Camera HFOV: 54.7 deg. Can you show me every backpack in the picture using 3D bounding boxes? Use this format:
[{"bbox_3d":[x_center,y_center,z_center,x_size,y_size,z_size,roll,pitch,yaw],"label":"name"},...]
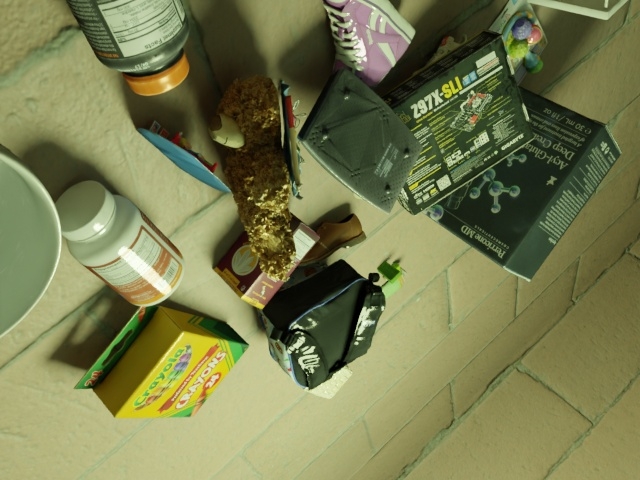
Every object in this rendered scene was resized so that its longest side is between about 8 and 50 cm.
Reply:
[{"bbox_3d":[-0.014,0.191,1.388,0.276,0.213,0.264,-24,129,-23],"label":"backpack"}]

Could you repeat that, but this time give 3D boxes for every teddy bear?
[{"bbox_3d":[-0.110,-0.093,1.016,0.113,0.245,0.338,-10,134,-8],"label":"teddy bear"}]

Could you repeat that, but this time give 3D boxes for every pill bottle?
[{"bbox_3d":[-0.314,0.006,0.969,0.121,0.121,0.216,-43,143,-10],"label":"pill bottle"},{"bbox_3d":[-0.244,-0.301,0.762,0.130,0.130,0.246,-37,143,-18],"label":"pill bottle"}]

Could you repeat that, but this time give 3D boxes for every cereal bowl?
[{"bbox_3d":[-0.503,-0.004,0.737,0.339,0.141,0.339,-28,138,-28],"label":"cereal bowl"}]

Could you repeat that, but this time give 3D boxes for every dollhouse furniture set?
[{"bbox_3d":[0.203,0.116,1.682,0.076,0.058,0.152,-42,144,-11],"label":"dollhouse furniture set"}]

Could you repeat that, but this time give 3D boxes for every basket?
[{"bbox_3d":[-0.005,0.333,1.613,0.113,0.103,0.167,-50,145,1],"label":"basket"}]

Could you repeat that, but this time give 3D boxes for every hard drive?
[{"bbox_3d":[0.074,-0.177,1.139,0.254,0.054,0.172,35,78,-38],"label":"hard drive"}]

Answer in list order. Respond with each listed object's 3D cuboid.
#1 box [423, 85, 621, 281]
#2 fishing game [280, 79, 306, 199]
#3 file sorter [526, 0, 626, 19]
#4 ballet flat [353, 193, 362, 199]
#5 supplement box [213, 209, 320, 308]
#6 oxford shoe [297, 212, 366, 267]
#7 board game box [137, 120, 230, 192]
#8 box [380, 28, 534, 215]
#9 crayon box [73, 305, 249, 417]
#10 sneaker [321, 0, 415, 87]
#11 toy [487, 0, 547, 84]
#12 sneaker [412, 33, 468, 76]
[{"bbox_3d":[0.495,-0.150,1.560,0.212,0.293,0.396,19,106,-52],"label":"box"},{"bbox_3d":[-0.040,-0.161,0.989,0.041,0.264,0.189,-6,103,-4],"label":"fishing game"},{"bbox_3d":[0.605,-0.637,1.318,0.277,0.192,0.173,-42,140,-19],"label":"file sorter"},{"bbox_3d":[0.187,-0.143,1.414,0.248,0.086,0.086,-26,138,-30],"label":"ballet flat"},{"bbox_3d":[-0.107,0.026,1.226,0.188,0.104,0.081,-51,144,1],"label":"supplement box"},{"bbox_3d":[0.000,0.000,1.368,0.212,0.076,0.076,-27,109,-26],"label":"oxford shoe"},{"bbox_3d":[-0.202,-0.134,0.961,0.033,0.133,0.169,-59,146,-10],"label":"board game box"},{"bbox_3d":[0.266,-0.239,1.293,0.322,0.079,0.257,-34,122,-1],"label":"box"},{"bbox_3d":[-0.291,0.242,1.195,0.202,0.081,0.318,-51,154,2],"label":"crayon box"},{"bbox_3d":[0.054,-0.351,1.070,0.282,0.102,0.161,17,111,-53],"label":"sneaker"},{"bbox_3d":[0.485,-0.471,1.465,0.137,0.056,0.237,-55,144,4],"label":"toy"},{"bbox_3d":[0.254,-0.387,1.304,0.161,0.057,0.075,-24,111,-20],"label":"sneaker"}]
